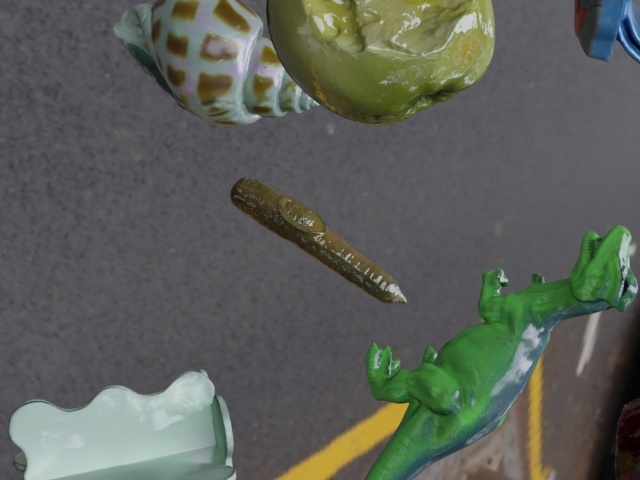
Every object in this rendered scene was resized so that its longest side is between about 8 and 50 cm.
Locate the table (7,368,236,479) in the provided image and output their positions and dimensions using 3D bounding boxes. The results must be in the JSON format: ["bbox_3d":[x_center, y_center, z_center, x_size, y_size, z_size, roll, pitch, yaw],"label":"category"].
[{"bbox_3d":[-0.191,0.216,1.103,0.198,0.166,0.166,-9,122,-16],"label":"table"}]

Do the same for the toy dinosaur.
[{"bbox_3d":[0.210,0.233,1.437,0.144,0.374,0.500,34,57,-34],"label":"toy dinosaur"}]

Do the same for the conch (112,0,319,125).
[{"bbox_3d":[-0.178,-0.299,1.939,0.197,0.368,0.249,-33,159,-19],"label":"conch"}]

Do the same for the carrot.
[{"bbox_3d":[-0.001,0.001,1.863,0.070,0.342,0.070,-53,168,-16],"label":"carrot"}]

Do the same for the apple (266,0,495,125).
[{"bbox_3d":[0.069,-0.272,1.391,0.279,0.279,0.279,-41,140,-47],"label":"apple"}]

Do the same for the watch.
[{"bbox_3d":[0.502,-0.398,1.607,0.241,0.274,0.305,-76,172,-52],"label":"watch"}]

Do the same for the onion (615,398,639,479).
[{"bbox_3d":[0.515,0.287,1.337,0.146,0.314,0.280,98,-1,-49],"label":"onion"}]
